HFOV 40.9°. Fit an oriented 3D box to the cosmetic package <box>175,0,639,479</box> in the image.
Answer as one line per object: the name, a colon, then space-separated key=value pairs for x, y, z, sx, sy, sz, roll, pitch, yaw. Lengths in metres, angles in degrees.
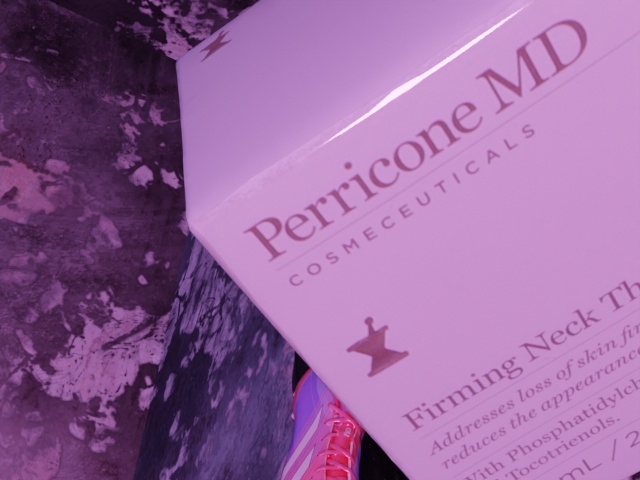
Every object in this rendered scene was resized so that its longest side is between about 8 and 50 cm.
cosmetic package: x=0.129 y=-0.038 z=0.694 sx=0.329 sy=0.393 sz=0.327 roll=-34 pitch=29 yaw=9

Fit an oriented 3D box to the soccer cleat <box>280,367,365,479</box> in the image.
soccer cleat: x=0.012 y=0.212 z=0.879 sx=0.095 sy=0.083 sz=0.248 roll=-52 pitch=21 yaw=29

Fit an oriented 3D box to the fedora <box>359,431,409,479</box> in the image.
fedora: x=0.089 y=0.305 z=0.918 sx=0.334 sy=0.152 sz=0.334 roll=-55 pitch=21 yaw=34

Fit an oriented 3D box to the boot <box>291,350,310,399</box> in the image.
boot: x=-0.001 y=-0.001 z=1.118 sx=0.367 sy=0.146 sz=0.445 roll=-104 pitch=5 yaw=-57
